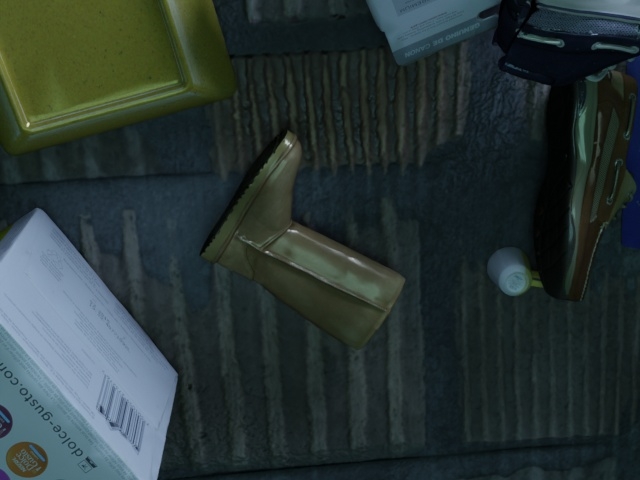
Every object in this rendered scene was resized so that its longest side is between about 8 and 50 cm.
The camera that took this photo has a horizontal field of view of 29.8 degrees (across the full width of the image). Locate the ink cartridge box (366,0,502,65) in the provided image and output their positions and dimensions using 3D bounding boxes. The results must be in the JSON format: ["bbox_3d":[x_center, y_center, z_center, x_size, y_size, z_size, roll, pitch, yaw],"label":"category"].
[{"bbox_3d":[0.181,-0.397,1.483,0.310,0.130,0.272,-21,138,6],"label":"ink cartridge box"}]

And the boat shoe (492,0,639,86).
[{"bbox_3d":[0.378,-0.269,1.514,0.341,0.127,0.158,8,139,-13],"label":"boat shoe"}]

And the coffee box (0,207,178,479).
[{"bbox_3d":[-0.433,0.220,1.605,0.334,0.338,0.337,-33,108,11],"label":"coffee box"}]

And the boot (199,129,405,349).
[{"bbox_3d":[0.000,0.000,1.676,0.270,0.089,0.236,29,117,-12],"label":"boot"}]

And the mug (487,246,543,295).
[{"bbox_3d":[0.280,0.046,1.709,0.078,0.064,0.062,-18,109,4],"label":"mug"}]

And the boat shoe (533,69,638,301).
[{"bbox_3d":[0.370,-0.076,1.628,0.120,0.122,0.324,2,104,-12],"label":"boat shoe"}]

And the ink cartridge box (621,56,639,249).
[{"bbox_3d":[0.526,-0.097,1.567,0.307,0.072,0.303,11,115,35],"label":"ink cartridge box"}]

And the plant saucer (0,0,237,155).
[{"bbox_3d":[-0.304,-0.278,1.531,0.333,0.081,0.332,-16,119,1],"label":"plant saucer"}]
